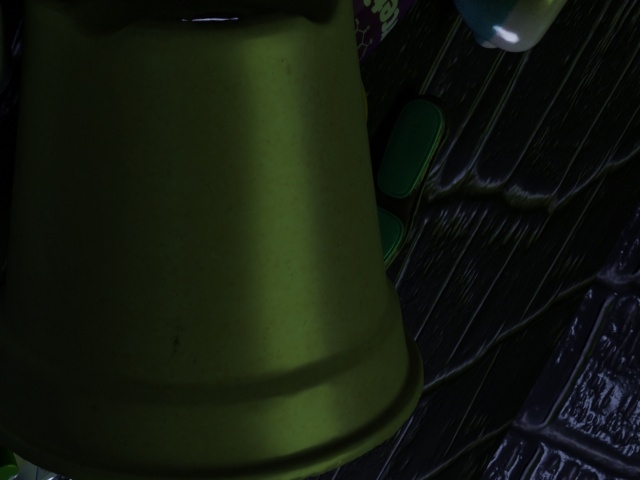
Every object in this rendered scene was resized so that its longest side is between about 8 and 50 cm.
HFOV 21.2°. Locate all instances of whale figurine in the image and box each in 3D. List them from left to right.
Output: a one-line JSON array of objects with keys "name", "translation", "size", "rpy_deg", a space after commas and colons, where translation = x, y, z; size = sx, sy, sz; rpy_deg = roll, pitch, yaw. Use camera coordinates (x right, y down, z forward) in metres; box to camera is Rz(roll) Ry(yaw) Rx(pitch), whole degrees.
[{"name": "whale figurine", "translation": [0.224, -0.325, 1.955], "size": [0.216, 0.141, 0.272], "rpy_deg": [-57, -176, 22]}]

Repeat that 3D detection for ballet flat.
[{"name": "ballet flat", "translation": [0.080, -0.044, 2.060], "size": [0.280, 0.095, 0.096], "rpy_deg": [-58, 171, 3]}]

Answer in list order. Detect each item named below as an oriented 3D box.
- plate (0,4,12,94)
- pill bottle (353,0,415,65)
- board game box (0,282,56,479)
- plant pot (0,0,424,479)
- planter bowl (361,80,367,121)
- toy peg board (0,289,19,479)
[{"name": "plate", "translation": [-0.304, -0.087, 1.032], "size": [0.277, 0.045, 0.278], "rpy_deg": [-32, 165, -17]}, {"name": "pill bottle", "translation": [-0.027, -0.213, 1.440], "size": [0.323, 0.181, 0.181], "rpy_deg": [-51, 159, -16]}, {"name": "board game box", "translation": [-0.249, 0.121, 1.601], "size": [0.316, 0.064, 0.242], "rpy_deg": [-34, 150, -46]}, {"name": "plant pot", "translation": [-0.088, -0.038, 1.210], "size": [0.334, 0.334, 0.305], "rpy_deg": [-31, 129, -49]}, {"name": "planter bowl", "translation": [-0.020, -0.119, 1.579], "size": [0.217, 0.090, 0.217], "rpy_deg": [-3, 94, -50]}, {"name": "toy peg board", "translation": [-0.306, 0.131, 1.360], "size": [0.161, 0.079, 0.161], "rpy_deg": [-8, 134, -23]}]
